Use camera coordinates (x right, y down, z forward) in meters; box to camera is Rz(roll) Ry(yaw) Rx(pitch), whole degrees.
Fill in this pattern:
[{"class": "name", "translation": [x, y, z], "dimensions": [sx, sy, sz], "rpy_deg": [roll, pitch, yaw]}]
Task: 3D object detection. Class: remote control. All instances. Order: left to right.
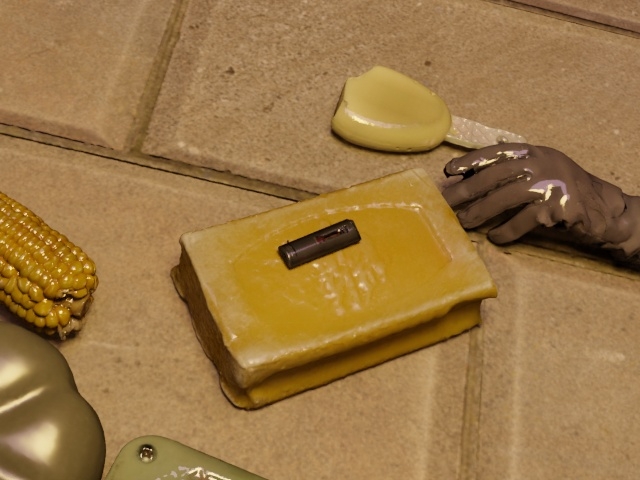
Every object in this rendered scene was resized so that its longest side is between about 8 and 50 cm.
[{"class": "remote control", "translation": [0.000, 0.000, 1.081], "dimensions": [0.091, 0.016, 0.034], "rpy_deg": [-22, 67, -24]}]

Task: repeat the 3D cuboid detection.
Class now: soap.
[{"class": "soap", "translation": [0.015, 0.044, 1.117], "dimensions": [0.315, 0.091, 0.199], "rpy_deg": [-15, 59, -22]}]

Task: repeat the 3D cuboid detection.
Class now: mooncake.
[{"class": "mooncake", "translation": [-0.328, 0.195, 0.911], "dimensions": [0.275, 0.135, 0.275], "rpy_deg": [5, 59, -8]}]

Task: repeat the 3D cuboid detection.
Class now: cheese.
[{"class": "cheese", "translation": [0.143, -0.153, 1.307], "dimensions": [0.255, 0.050, 0.127], "rpy_deg": [15, 52, -4]}]

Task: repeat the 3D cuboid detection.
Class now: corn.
[{"class": "corn", "translation": [-0.365, -0.013, 1.065], "dimensions": [0.313, 0.102, 0.102], "rpy_deg": [32, 55, 10]}]

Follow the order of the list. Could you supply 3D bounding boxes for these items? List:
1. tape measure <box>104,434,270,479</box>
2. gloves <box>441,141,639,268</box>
[{"class": "tape measure", "translation": [-0.102, 0.297, 0.901], "dimensions": [0.235, 0.115, 0.207], "rpy_deg": [22, 52, 3]}, {"class": "gloves", "translation": [0.286, -0.049, 1.235], "dimensions": [0.286, 0.119, 0.142], "rpy_deg": [11, 32, -3]}]
